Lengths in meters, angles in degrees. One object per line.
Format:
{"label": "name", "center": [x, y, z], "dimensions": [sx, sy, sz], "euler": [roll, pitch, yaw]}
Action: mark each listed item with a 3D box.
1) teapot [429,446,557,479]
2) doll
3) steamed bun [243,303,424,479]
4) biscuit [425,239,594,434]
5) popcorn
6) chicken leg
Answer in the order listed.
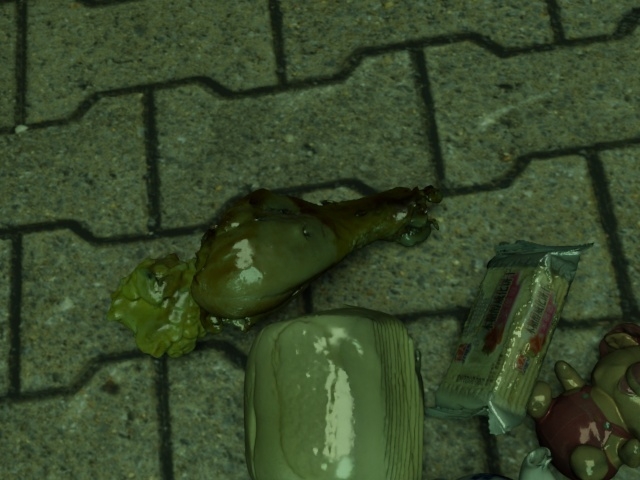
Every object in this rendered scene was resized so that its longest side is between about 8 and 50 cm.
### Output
{"label": "teapot", "center": [0.177, 0.412, 0.988], "dimensions": [0.280, 0.252, 0.424], "euler": [35, 117, -11]}
{"label": "doll", "center": [0.426, 0.230, 1.086], "dimensions": [0.256, 0.152, 0.196], "euler": [-26, 78, -5]}
{"label": "steamed bun", "center": [-0.008, 0.241, 1.107], "dimensions": [0.272, 0.273, 0.290], "euler": [-14, 66, 19]}
{"label": "biscuit", "center": [0.271, 0.134, 1.135], "dimensions": [0.079, 0.186, 0.309], "euler": [31, 75, -23]}
{"label": "popcorn", "center": [-0.254, 0.102, 1.231], "dimensions": [0.174, 0.142, 0.173], "euler": [0, 97, 4]}
{"label": "chicken leg", "center": [0.000, 0.000, 1.194], "dimensions": [0.430, 0.153, 0.201], "euler": [-17, 84, -22]}
